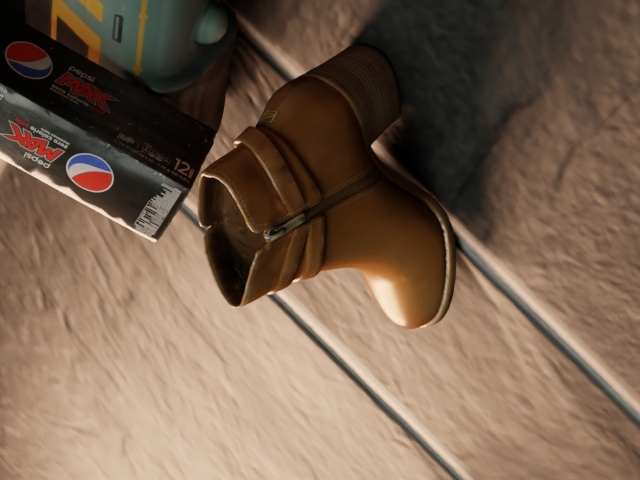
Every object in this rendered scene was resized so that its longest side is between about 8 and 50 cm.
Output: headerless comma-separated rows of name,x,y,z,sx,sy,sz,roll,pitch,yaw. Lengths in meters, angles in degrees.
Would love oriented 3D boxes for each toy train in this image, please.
toy train,-0.135,-0.180,1.122,0.190,0.142,0.334,23,135,10

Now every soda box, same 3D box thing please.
soda box,-0.149,-0.071,1.097,0.169,0.060,0.053,30,132,-9

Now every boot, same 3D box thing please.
boot,0.000,0.000,1.123,0.073,0.152,0.197,4,125,40
